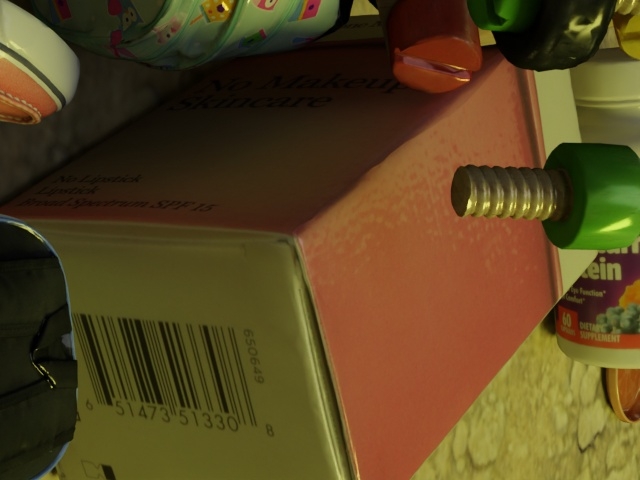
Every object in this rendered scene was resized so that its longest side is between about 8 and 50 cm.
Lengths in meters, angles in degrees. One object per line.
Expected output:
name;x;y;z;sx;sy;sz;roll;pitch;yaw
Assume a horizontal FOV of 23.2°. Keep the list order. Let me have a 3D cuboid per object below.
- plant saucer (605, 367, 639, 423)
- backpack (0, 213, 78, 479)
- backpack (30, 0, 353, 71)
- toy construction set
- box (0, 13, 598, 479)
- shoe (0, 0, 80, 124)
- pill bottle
plant saucer;0.226;0.091;1.139;0.083;0.013;0.084;-9;101;-57
backpack;-0.139;0.037;0.497;0.114;0.084;0.105;-9;99;-53
backpack;-0.050;-0.156;0.588;0.115;0.152;0.182;-11;105;-36
toy construction set;0.142;-0.177;0.591;0.237;0.309;0.258;2;119;-16
box;0.000;0.000;0.652;0.232;0.148;0.127;-42;126;-49
shoe;-0.154;-0.050;0.492;0.178;0.063;0.081;25;73;-50
pill bottle;0.200;-0.024;1.001;0.108;0.108;0.194;-23;111;-55
